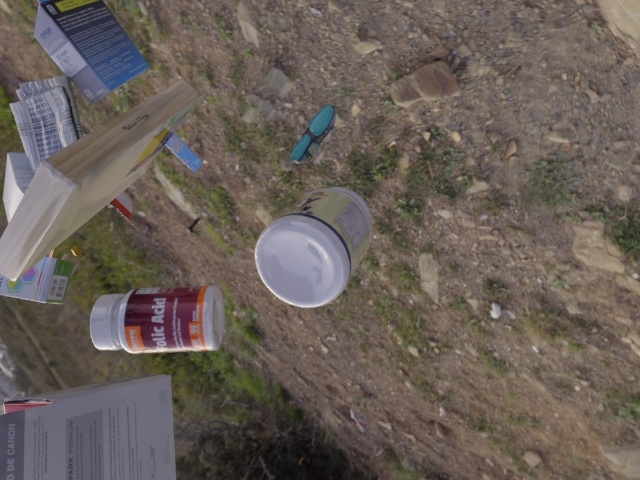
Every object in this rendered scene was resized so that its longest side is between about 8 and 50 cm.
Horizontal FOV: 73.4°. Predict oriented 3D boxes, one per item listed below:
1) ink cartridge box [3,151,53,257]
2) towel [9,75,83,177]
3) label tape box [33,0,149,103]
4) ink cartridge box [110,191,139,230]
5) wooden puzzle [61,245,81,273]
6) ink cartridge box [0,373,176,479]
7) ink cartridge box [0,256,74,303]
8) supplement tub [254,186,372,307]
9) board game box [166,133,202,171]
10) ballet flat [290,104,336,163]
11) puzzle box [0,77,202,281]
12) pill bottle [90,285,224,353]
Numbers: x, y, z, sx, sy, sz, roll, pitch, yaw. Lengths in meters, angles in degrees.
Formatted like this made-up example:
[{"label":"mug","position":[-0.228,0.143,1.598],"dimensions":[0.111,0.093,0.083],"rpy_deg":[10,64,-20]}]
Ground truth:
[{"label":"ink cartridge box","position":[-1.092,-0.082,1.599],"dimensions":[0.308,0.091,0.385],"rpy_deg":[-40,66,42]},{"label":"towel","position":[-0.898,-0.361,1.416],"dimensions":[0.312,0.056,0.324],"rpy_deg":[2,105,31]},{"label":"label tape box","position":[-0.756,-0.653,1.374],"dimensions":[0.115,0.249,0.348],"rpy_deg":[-19,121,29]},{"label":"ink cartridge box","position":[-0.718,-0.160,1.507],"dimensions":[0.232,0.066,0.189],"rpy_deg":[38,165,24]},{"label":"wooden puzzle","position":[-0.704,0.073,1.187],"dimensions":[0.014,0.116,0.078],"rpy_deg":[24,155,7]},{"label":"ink cartridge box","position":[-0.351,0.373,0.613],"dimensions":[0.130,0.272,0.309],"rpy_deg":[-12,77,26]},{"label":"ink cartridge box","position":[-0.733,0.088,1.069],"dimensions":[0.209,0.062,0.109],"rpy_deg":[8,80,13]},{"label":"supplement tub","position":[0.000,0.000,1.117],"dimensions":[0.235,0.325,0.235],"rpy_deg":[8,116,18]},{"label":"board game box","position":[-0.402,-0.271,1.123],"dimensions":[0.160,0.039,0.211],"rpy_deg":[49,172,-38]},{"label":"ballet flat","position":[-0.009,-0.284,1.161],"dimensions":[0.070,0.070,0.188],"rpy_deg":[46,119,3]},{"label":"puzzle box","position":[-0.384,-0.130,0.777],"dimensions":[0.052,0.409,0.272],"rpy_deg":[41,123,-16]},{"label":"pill bottle","position":[-0.542,0.270,1.462],"dimensions":[0.392,0.224,0.224],"rpy_deg":[-2,117,-1]}]
